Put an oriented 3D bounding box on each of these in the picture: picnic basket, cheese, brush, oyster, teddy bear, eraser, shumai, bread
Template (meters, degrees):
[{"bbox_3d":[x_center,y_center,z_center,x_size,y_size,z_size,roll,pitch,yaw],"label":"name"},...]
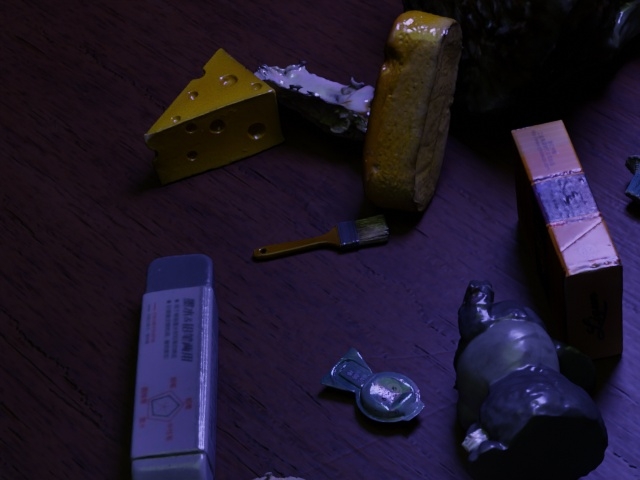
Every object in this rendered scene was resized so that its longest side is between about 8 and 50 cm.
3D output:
[{"bbox_3d":[0.404,-0.078,1.798,0.083,0.065,0.083,-52,46,-6],"label":"picnic basket"},{"bbox_3d":[0.061,0.166,1.659,0.120,0.026,0.067,28,58,32],"label":"cheese"},{"bbox_3d":[0.000,0.000,1.834,0.170,0.014,0.043,-12,45,1],"label":"brush"},{"bbox_3d":[-0.002,-0.182,1.964,0.209,0.072,0.133,17,20,22],"label":"oyster"},{"bbox_3d":[-0.153,-0.149,1.948,0.171,0.093,0.126,-35,51,-19],"label":"cheese"},{"bbox_3d":[0.216,0.167,1.568,0.171,0.144,0.251,20,27,-16],"label":"teddy bear"},{"bbox_3d":[-0.162,0.160,1.684,0.089,0.061,0.352,-7,46,6],"label":"eraser"},{"bbox_3d":[0.309,-0.347,1.915,0.348,0.395,0.395,-3,41,-27],"label":"shumai"},{"bbox_3d":[0.105,-0.156,1.824,0.094,0.246,0.102,13,11,17],"label":"bread"}]

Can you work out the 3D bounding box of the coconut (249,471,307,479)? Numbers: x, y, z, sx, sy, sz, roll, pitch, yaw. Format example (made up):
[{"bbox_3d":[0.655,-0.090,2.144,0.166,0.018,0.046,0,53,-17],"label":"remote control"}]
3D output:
[{"bbox_3d":[-0.049,0.340,1.370,0.239,0.244,0.239,-5,46,5],"label":"coconut"}]

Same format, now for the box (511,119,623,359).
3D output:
[{"bbox_3d":[0.276,0.000,1.685,0.070,0.152,0.237,-14,46,-2],"label":"box"}]
